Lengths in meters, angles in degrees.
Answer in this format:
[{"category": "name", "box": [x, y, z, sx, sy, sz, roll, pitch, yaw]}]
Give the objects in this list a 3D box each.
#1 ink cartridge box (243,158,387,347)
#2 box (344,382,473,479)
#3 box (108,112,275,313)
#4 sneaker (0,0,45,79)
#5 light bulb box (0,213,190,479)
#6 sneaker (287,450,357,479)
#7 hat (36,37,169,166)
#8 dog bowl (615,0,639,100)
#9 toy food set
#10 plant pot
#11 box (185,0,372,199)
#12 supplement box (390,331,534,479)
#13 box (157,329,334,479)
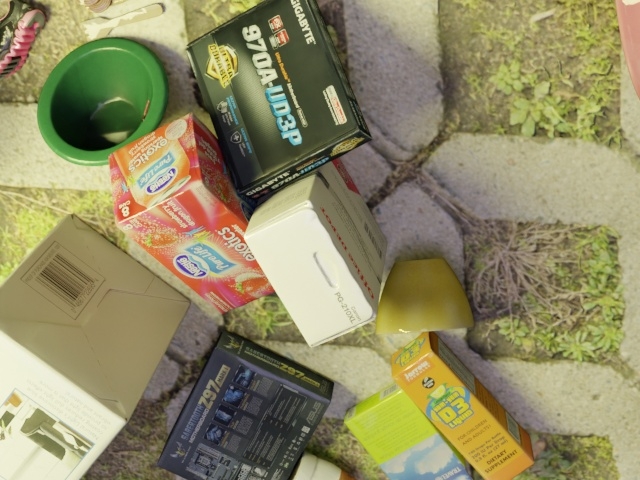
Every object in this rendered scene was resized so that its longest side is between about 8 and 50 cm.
[{"category": "ink cartridge box", "box": [0.000, 0.000, 1.516, 0.100, 0.237, 0.172, -26, 107, 16]}, {"category": "box", "box": [0.129, 0.296, 1.730, 0.109, 0.042, 0.178, -32, 106, 18]}, {"category": "box", "box": [-0.144, -0.027, 1.523, 0.128, 0.123, 0.257, -24, 142, 16]}, {"category": "sneaker", "box": [-0.410, -0.265, 1.564, 0.057, 0.047, 0.119, 41, 110, 10]}, {"category": "light bulb box", "box": [-0.393, 0.213, 1.583, 0.225, 0.358, 0.361, 38, 110, -7]}, {"category": "sneaker", "box": [-0.030, 0.457, 1.780, 0.123, 0.106, 0.290, 23, 114, -6]}, {"category": "hat", "box": [-0.271, -0.140, 1.606, 0.173, 0.183, 0.208, 24, 77, 17]}, {"category": "dog bowl", "box": [0.422, -0.308, 1.274, 0.150, 0.408, 0.408, -1, 114, 28]}, {"category": "toy food set", "box": [-0.283, -0.355, 1.509, 0.132, 0.038, 0.192, -15, 110, 12]}, {"category": "plant pot", "box": [0.136, 0.074, 1.603, 0.134, 0.134, 0.095, -6, 87, 9]}, {"category": "box", "box": [-0.055, -0.185, 1.487, 0.175, 0.051, 0.220, -26, 71, 16]}, {"category": "supplement box", "box": [0.200, 0.238, 1.680, 0.078, 0.080, 0.233, -39, 101, 17]}, {"category": "box", "box": [-0.110, 0.268, 1.736, 0.183, 0.059, 0.233, 25, 113, -4]}]
